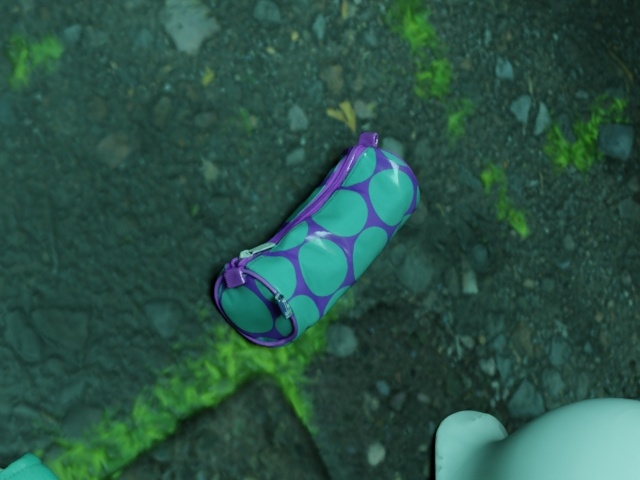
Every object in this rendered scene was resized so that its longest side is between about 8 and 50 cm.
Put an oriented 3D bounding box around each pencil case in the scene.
[{"bbox_3d":[0.000,0.000,0.937,0.152,0.064,0.070,-46,125,-33],"label":"pencil case"}]

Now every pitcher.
[{"bbox_3d":[0.155,0.191,0.925,0.125,0.207,0.178,22,70,-31],"label":"pitcher"}]

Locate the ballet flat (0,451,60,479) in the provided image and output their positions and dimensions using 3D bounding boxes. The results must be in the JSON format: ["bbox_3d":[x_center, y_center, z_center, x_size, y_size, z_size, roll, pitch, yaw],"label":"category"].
[{"bbox_3d":[-0.239,0.168,0.734,0.247,0.083,0.087,-15,66,-37],"label":"ballet flat"}]

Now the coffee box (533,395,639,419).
[{"bbox_3d":[0.291,0.183,1.091,0.246,0.098,0.141,-4,84,-36],"label":"coffee box"}]
